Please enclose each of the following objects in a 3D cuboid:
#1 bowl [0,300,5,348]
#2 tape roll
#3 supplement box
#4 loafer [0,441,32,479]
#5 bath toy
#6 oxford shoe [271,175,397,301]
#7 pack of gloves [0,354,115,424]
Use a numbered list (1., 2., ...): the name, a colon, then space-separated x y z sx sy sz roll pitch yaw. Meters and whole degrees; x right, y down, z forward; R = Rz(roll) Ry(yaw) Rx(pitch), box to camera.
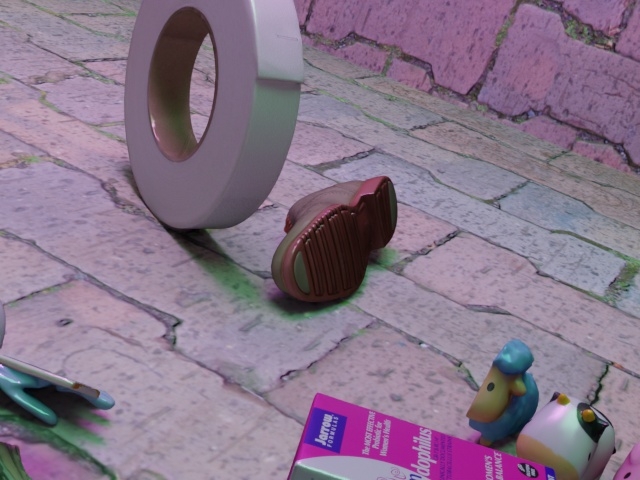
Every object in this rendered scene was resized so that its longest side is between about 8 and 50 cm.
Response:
1. bowl: -0.347 0.041 0.764 0.142 0.053 0.142 17 -13 20
2. tape roll: -0.159 -0.207 1.213 0.072 0.392 0.392 1 28 -35
3. supplement box: 0.077 0.229 0.741 0.220 0.114 0.111 16 23 2
4. loafer: -0.233 0.193 0.688 0.039 0.045 0.125 6 21 -41
5. bath toy: 0.316 0.233 0.880 0.348 0.129 0.151 31 23 28
6. oxford shoe: 0.000 0.000 1.257 0.130 0.123 0.348 -2 15 25
7. pack of gloves: -0.296 0.111 0.762 0.232 0.046 0.195 19 -13 5
